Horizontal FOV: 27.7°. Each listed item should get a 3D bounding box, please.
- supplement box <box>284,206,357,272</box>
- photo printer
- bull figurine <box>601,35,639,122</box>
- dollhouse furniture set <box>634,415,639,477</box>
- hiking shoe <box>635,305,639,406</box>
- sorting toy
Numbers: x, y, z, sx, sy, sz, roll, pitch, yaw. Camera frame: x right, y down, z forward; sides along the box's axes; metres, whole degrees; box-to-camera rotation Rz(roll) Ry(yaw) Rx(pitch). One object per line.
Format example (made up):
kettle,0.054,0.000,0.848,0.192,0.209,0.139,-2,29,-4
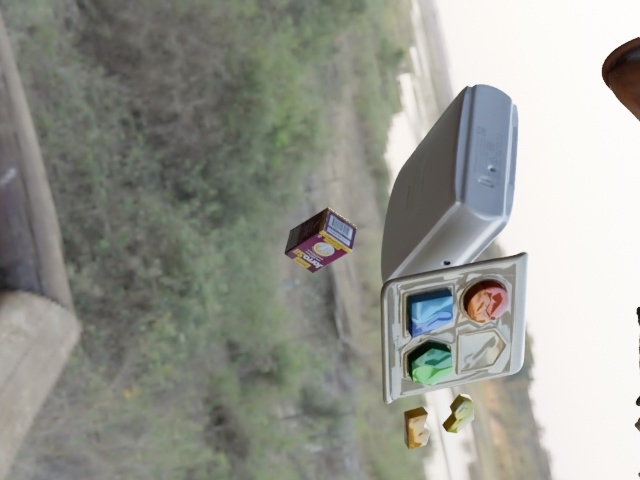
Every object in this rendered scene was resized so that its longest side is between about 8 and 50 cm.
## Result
supplement box,0.000,0.000,1.726,0.055,0.083,0.043,33,49,-24
photo printer,0.189,-0.059,2.006,0.307,0.107,0.256,127,-22,-52
bull figurine,0.446,-0.125,1.403,0.310,0.188,0.101,32,51,-25
dollhouse furniture set,0.504,0.244,1.264,0.355,0.174,0.303,47,-19,-8
hiking shoe,0.350,0.123,1.082,0.227,0.086,0.114,-157,-113,-64
sorting toy,0.195,0.167,1.860,0.041,0.229,0.307,-123,-155,-53
